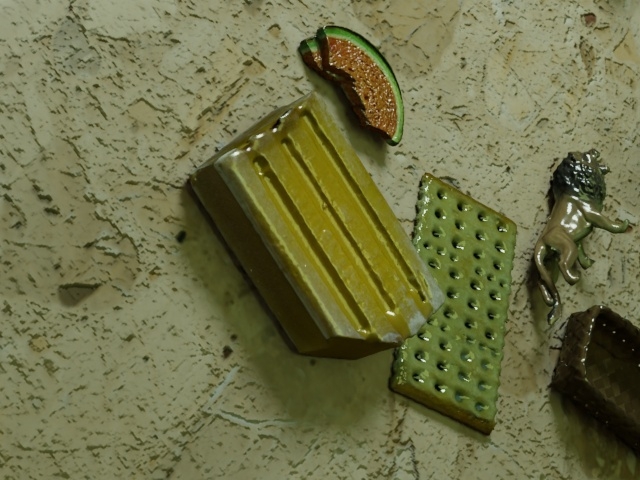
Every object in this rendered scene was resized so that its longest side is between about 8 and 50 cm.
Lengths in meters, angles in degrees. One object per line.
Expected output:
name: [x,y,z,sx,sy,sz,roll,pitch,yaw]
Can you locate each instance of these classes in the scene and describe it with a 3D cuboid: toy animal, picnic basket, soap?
toy animal: [0.265,0.004,1.600,0.086,0.069,0.219,26,53,-8]
picnic basket: [0.319,0.152,1.602,0.193,0.055,0.110,37,54,-26]
soap: [0.000,0.000,1.363,0.140,0.073,0.232,-41,103,-37]

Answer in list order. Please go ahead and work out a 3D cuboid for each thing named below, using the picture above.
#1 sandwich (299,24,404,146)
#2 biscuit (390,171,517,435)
sandwich: [0.038,-0.151,1.476,0.067,0.029,0.135,-45,108,-34]
biscuit: [0.135,0.060,1.501,0.139,0.016,0.231,27,59,-30]
